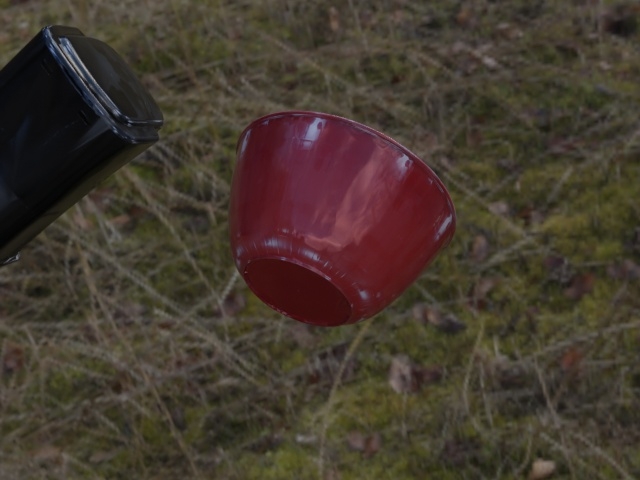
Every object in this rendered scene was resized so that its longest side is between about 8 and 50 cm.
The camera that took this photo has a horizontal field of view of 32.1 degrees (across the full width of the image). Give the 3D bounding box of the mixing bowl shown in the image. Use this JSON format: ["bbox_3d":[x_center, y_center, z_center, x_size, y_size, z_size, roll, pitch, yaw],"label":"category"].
[{"bbox_3d":[0.000,0.000,0.827,0.181,0.181,0.098,9,57,28],"label":"mixing bowl"}]

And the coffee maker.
[{"bbox_3d":[-0.212,-0.055,0.794,0.178,0.120,0.171,-38,22,15],"label":"coffee maker"}]
